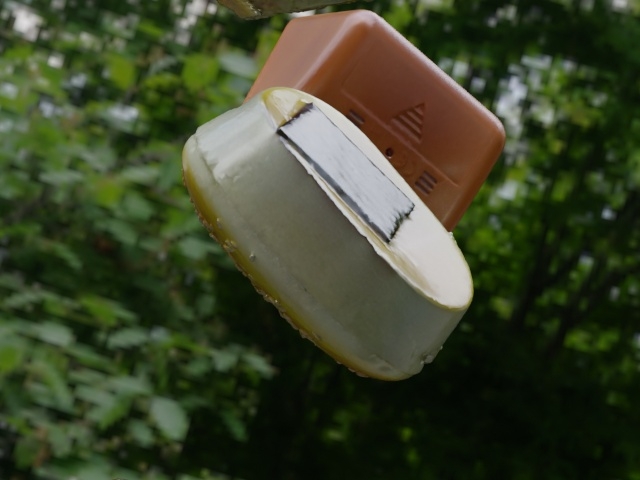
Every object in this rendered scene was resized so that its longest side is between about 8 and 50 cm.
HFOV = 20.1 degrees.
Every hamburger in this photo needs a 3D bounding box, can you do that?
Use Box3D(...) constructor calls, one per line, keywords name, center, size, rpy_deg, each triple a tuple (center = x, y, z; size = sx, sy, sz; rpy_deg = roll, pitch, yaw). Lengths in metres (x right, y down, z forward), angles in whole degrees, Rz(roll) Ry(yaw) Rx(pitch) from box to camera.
Box3D(name="hamburger", center=(0.000, 0.000, 1.617), size=(0.295, 0.151, 0.227), rpy_deg=(53, 21, 11))

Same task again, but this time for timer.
Box3D(name="timer", center=(0.037, -0.084, 1.931), size=(0.257, 0.250, 0.161), rpy_deg=(39, -16, -20))

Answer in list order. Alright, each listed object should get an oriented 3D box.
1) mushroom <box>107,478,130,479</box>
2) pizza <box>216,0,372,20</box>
Box3D(name="mushroom", center=(-0.230, 0.334, 2.072), size=(0.123, 0.123, 0.052), rpy_deg=(20, -27, -14))
Box3D(name="pizza", center=(-0.014, -0.295, 1.789), size=(0.262, 0.181, 0.034), rpy_deg=(17, 2, 13))
